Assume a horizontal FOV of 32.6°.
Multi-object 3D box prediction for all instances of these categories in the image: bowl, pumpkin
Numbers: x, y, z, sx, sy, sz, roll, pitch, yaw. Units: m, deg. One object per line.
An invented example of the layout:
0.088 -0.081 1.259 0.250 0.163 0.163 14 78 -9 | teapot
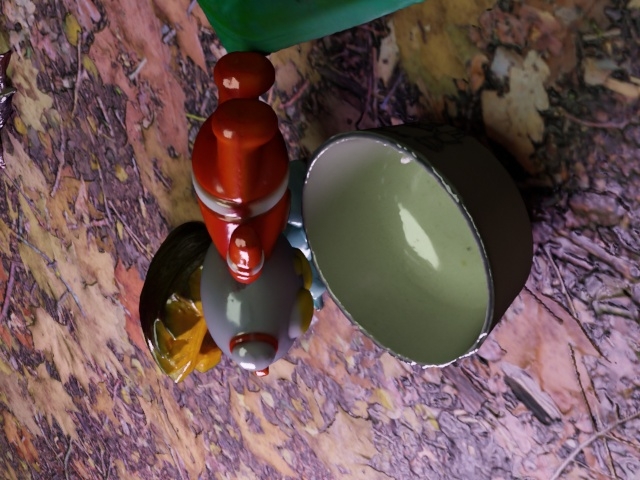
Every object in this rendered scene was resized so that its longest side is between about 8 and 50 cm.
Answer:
0.092 -0.011 0.908 0.211 0.112 0.211 31 137 35 | bowl
-0.176 0.062 1.285 0.149 0.130 0.254 47 145 18 | pumpkin

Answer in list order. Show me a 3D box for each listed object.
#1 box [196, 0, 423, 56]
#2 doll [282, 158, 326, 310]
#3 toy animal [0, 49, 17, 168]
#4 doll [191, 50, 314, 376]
-0.009 -0.293 0.823 0.337 0.106 0.264 -3 121 53 | box
0.000 0.000 1.080 0.158 0.059 0.159 50 143 18 | doll
-0.462 -0.185 1.527 0.105 0.070 0.202 20 128 19 | toy animal
-0.058 0.004 0.984 0.199 0.106 0.336 -97 5 -51 | doll
